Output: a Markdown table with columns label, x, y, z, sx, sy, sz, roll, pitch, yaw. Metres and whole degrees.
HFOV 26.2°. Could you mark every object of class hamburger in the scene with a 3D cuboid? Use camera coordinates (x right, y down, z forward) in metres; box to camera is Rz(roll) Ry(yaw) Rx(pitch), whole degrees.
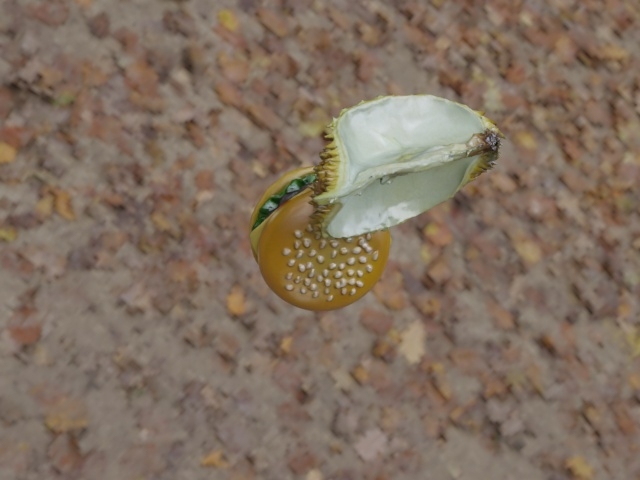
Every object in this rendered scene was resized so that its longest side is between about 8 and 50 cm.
| label | x | y | z | sx | sy | sz | roll | pitch | yaw |
| --- | --- | --- | --- | --- | --- | --- | --- | --- | --- |
| hamburger | 0.000 | 0.000 | 1.512 | 0.162 | 0.162 | 0.115 | 25 | 21 | -22 |

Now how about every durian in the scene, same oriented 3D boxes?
| label | x | y | z | sx | sy | sz | roll | pitch | yaw |
| --- | --- | --- | --- | --- | --- | --- | --- | --- | --- |
| durian | 0.076 | -0.069 | 1.398 | 0.252 | 0.139 | 0.144 | -9 | 105 | -29 |
